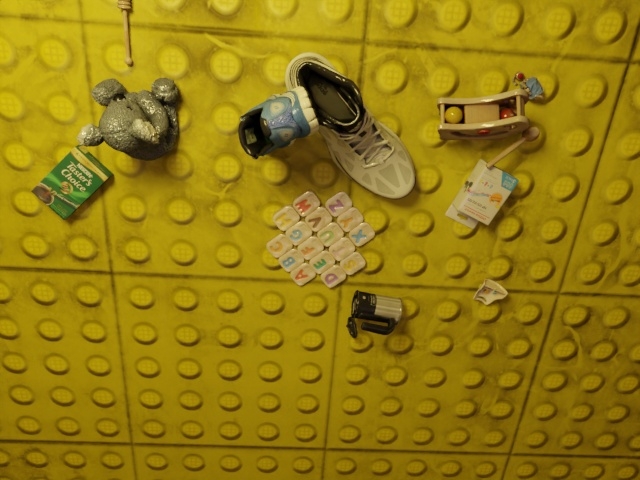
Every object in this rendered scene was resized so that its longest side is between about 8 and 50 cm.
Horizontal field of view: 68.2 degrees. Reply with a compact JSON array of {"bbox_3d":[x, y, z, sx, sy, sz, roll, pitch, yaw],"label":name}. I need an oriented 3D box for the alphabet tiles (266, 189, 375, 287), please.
[{"bbox_3d":[0.000,0.000,1.338,0.278,0.021,0.284,-34,111,12],"label":"alphabet tiles"}]

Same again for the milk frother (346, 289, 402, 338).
[{"bbox_3d":[0.156,0.229,1.412,0.135,0.129,0.143,11,155,-6],"label":"milk frother"}]

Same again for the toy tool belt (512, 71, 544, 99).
[{"bbox_3d":[0.520,-0.384,1.173,0.052,0.051,0.083,-42,108,15],"label":"toy tool belt"}]

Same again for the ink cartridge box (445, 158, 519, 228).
[{"bbox_3d":[0.434,-0.115,1.281,0.105,0.061,0.181,24,111,-11],"label":"ink cartridge box"}]

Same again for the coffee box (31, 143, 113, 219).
[{"bbox_3d":[-0.651,-0.152,1.240,0.184,0.040,0.113,-37,109,13],"label":"coffee box"}]

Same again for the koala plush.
[{"bbox_3d":[-0.438,-0.265,1.100,0.197,0.221,0.203,-2,113,-1],"label":"koala plush"}]

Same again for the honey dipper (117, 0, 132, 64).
[{"bbox_3d":[-0.457,-0.496,1.108,0.031,0.030,0.160,5,117,-4],"label":"honey dipper"}]

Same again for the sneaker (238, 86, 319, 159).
[{"bbox_3d":[-0.126,-0.259,1.064,0.147,0.330,0.129,-24,101,-16],"label":"sneaker"}]

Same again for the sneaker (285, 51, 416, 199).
[{"bbox_3d":[0.079,-0.236,1.111,0.169,0.257,0.447,-40,109,14],"label":"sneaker"}]

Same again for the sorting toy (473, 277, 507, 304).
[{"bbox_3d":[0.498,0.158,1.413,0.084,0.044,0.075,24,118,-12],"label":"sorting toy"}]

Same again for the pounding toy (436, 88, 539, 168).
[{"bbox_3d":[0.414,-0.266,1.140,0.270,0.154,0.154,0,86,-1],"label":"pounding toy"}]
